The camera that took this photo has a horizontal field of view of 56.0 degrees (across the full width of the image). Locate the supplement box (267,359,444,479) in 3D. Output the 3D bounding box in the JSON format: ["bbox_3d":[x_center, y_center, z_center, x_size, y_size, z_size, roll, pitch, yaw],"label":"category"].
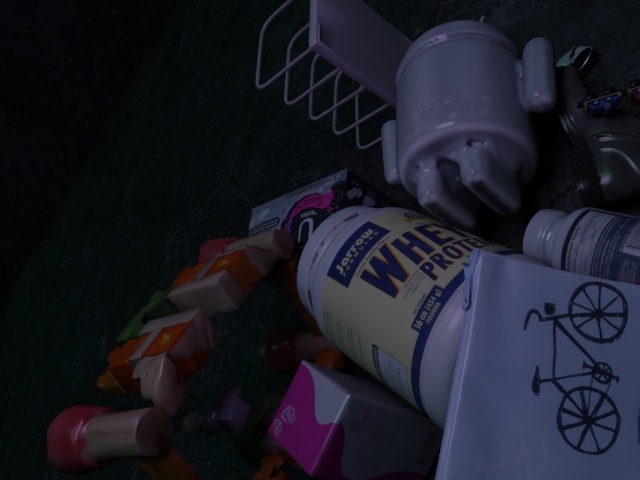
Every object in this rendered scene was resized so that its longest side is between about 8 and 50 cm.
[{"bbox_3d":[0.058,0.257,0.821,0.114,0.220,0.111,25,88,51],"label":"supplement box"}]

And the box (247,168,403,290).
[{"bbox_3d":[0.000,0.000,1.076,0.247,0.163,0.142,-19,54,41],"label":"box"}]

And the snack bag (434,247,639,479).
[{"bbox_3d":[0.282,0.194,0.589,0.343,0.037,0.322,12,75,4],"label":"snack bag"}]

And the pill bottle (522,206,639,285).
[{"bbox_3d":[0.347,0.017,0.732,0.180,0.108,0.107,21,85,51],"label":"pill bottle"}]

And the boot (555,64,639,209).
[{"bbox_3d":[0.412,-0.155,0.804,0.161,0.083,0.246,-17,56,26],"label":"boot"}]

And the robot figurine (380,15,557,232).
[{"bbox_3d":[0.215,-0.188,0.910,0.300,0.200,0.353,-23,48,34],"label":"robot figurine"}]

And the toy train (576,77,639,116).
[{"bbox_3d":[0.410,-0.188,0.764,0.158,0.027,0.036,-14,63,16],"label":"toy train"}]

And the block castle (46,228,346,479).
[{"bbox_3d":[-0.154,0.212,0.897,0.213,0.303,0.453,-17,27,34],"label":"block castle"}]

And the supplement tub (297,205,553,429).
[{"bbox_3d":[0.136,0.088,0.821,0.325,0.235,0.235,28,90,51],"label":"supplement tub"}]

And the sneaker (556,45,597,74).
[{"bbox_3d":[0.371,-0.252,0.923,0.109,0.040,0.043,-45,26,15],"label":"sneaker"}]

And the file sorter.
[{"bbox_3d":[0.040,-0.323,1.136,0.173,0.278,0.192,-27,51,41],"label":"file sorter"}]
